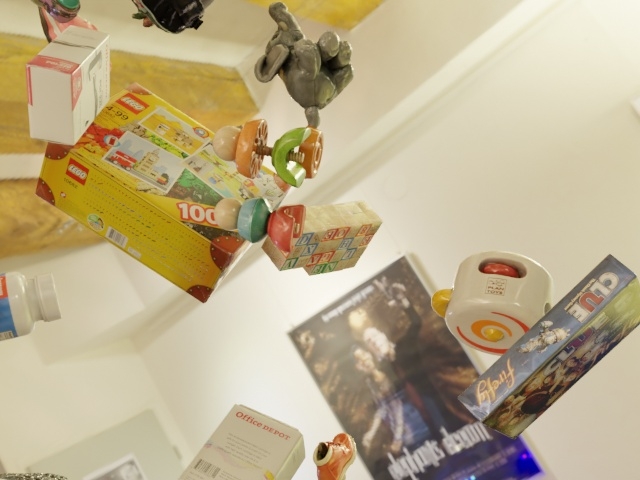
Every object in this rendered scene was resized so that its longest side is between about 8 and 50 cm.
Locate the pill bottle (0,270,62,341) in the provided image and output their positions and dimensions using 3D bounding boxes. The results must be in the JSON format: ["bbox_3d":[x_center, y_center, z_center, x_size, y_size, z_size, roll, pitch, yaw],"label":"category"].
[{"bbox_3d":[-0.599,0.125,1.307,0.222,0.124,0.124,-13,-16,-20],"label":"pill bottle"}]

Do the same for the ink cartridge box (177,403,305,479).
[{"bbox_3d":[-0.145,0.424,1.302,0.212,0.154,0.093,-52,-30,-38],"label":"ink cartridge box"}]

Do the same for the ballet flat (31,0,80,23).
[{"bbox_3d":[-0.528,-0.483,1.279,0.079,0.221,0.077,-26,22,37],"label":"ballet flat"}]

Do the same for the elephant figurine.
[{"bbox_3d":[-0.056,-0.376,1.502,0.186,0.239,0.169,-44,-43,-23],"label":"elephant figurine"}]

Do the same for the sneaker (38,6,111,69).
[{"bbox_3d":[-0.658,-0.550,1.907,0.136,0.313,0.116,-22,-11,-21],"label":"sneaker"}]

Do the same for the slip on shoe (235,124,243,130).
[{"bbox_3d":[-0.194,-0.251,1.937,0.041,0.135,0.051,-37,7,-3],"label":"slip on shoe"}]

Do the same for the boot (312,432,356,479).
[{"bbox_3d":[0.027,0.428,1.444,0.059,0.084,0.158,-16,18,21],"label":"boot"}]

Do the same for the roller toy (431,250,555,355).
[{"bbox_3d":[0.337,0.125,1.349,0.191,0.209,0.146,-36,26,51],"label":"roller toy"}]

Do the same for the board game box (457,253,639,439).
[{"bbox_3d":[0.294,0.140,0.879,0.243,0.042,0.165,-45,-36,6],"label":"board game box"}]

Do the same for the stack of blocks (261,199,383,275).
[{"bbox_3d":[0.000,0.000,1.797,0.297,0.087,0.171,-9,-41,-45],"label":"stack of blocks"}]

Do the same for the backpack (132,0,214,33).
[{"bbox_3d":[-0.294,-0.546,1.374,0.225,0.191,0.253,-44,-4,4],"label":"backpack"}]

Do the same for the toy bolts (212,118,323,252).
[{"bbox_3d":[-0.100,-0.110,1.266,0.218,0.159,0.228,-53,-27,-69],"label":"toy bolts"}]

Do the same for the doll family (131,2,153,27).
[{"bbox_3d":[-0.370,-0.574,1.744,0.193,0.111,0.076,-18,23,-14],"label":"doll family"}]

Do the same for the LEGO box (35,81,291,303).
[{"bbox_3d":[-0.380,-0.132,1.793,0.193,0.500,0.372,-57,0,38],"label":"LEGO box"}]

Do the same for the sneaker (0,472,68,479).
[{"bbox_3d":[-0.468,0.396,1.013,0.283,0.122,0.110,-13,-21,25],"label":"sneaker"}]

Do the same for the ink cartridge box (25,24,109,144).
[{"bbox_3d":[-0.496,-0.311,1.418,0.217,0.092,0.158,-84,6,-54],"label":"ink cartridge box"}]
